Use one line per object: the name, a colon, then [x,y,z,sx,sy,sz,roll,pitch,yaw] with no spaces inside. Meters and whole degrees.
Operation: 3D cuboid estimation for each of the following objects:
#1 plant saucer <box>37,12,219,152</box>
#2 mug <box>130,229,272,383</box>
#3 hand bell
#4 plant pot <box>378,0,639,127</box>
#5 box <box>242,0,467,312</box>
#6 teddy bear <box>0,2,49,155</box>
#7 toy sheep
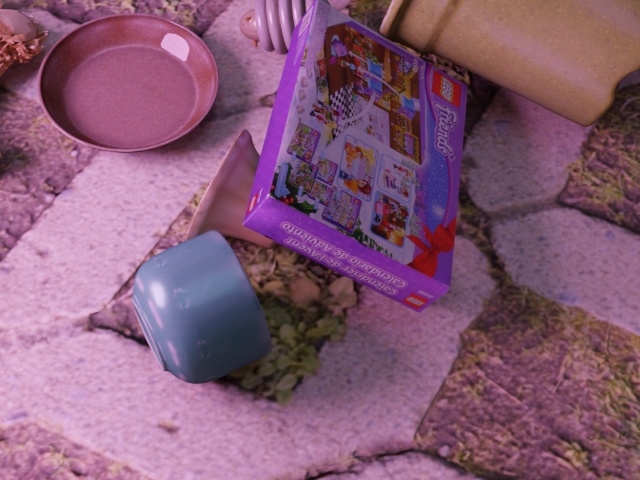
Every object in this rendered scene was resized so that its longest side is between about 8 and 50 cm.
plant saucer: [-0.213,-0.170,1.114,0.199,0.036,0.198,2,59,-4]
mug: [-0.120,0.069,0.935,0.097,0.158,0.129,-25,88,-15]
hand bell: [0.000,0.000,1.007,0.242,0.126,0.126,28,60,-2]
plant pot: [0.244,-0.267,1.098,0.254,0.276,0.276,34,62,3]
box: [0.046,-0.093,1.008,0.201,0.057,0.293,27,48,-17]
teddy bear: [-0.444,-0.164,1.058,0.245,0.113,0.338,22,57,-13]
toy sheep: [-0.030,-0.258,1.154,0.132,0.091,0.091,-9,58,11]
